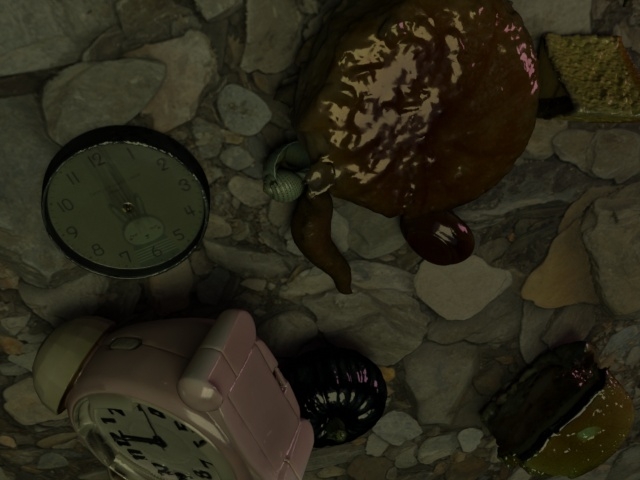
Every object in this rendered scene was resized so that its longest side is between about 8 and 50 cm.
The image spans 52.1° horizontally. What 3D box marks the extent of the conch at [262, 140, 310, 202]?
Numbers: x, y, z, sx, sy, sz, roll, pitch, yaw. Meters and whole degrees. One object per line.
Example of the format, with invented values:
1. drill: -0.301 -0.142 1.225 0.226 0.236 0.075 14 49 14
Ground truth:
1. conch: -0.046 -0.092 0.861 0.057 0.085 0.076 8 128 36

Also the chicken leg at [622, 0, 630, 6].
1. chicken leg: 0.221 -0.361 0.708 0.429 0.152 0.201 10 133 -28

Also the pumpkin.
1. pumpkin: 0.011 0.256 1.062 0.194 0.150 0.194 0 157 0

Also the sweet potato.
1. sweet potato: -0.002 0.001 0.937 0.069 0.059 0.249 -1 139 14

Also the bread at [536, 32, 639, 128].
1. bread: 0.356 -0.196 0.838 0.147 0.152 0.127 0 113 -14

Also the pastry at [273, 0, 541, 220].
1. pastry: 0.121 -0.174 0.797 0.330 0.136 0.329 -7 123 -11

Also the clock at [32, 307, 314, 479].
1. clock: -0.211 0.245 0.932 0.326 0.184 0.342 -9 119 23

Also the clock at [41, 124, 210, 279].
1. clock: -0.251 -0.043 0.852 0.215 0.042 0.214 -6 124 -9

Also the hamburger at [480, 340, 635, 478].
1. hamburger: 0.440 0.323 1.188 0.192 0.167 0.288 30 112 -27

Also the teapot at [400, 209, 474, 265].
1. teapot: 0.170 -0.020 0.956 0.129 0.078 0.098 39 148 -18
